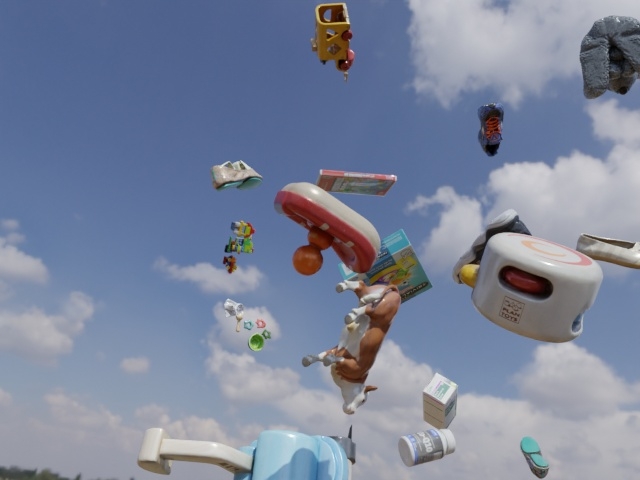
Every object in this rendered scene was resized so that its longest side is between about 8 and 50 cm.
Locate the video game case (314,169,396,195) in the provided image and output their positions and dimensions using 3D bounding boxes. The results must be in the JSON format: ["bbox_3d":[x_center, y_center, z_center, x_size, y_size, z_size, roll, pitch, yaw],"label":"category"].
[{"bbox_3d":[0.125,-0.215,2.187,0.284,0.025,0.204,4,-12,-6],"label":"video game case"}]

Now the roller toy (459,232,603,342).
[{"bbox_3d":[0.361,0.082,0.986,0.209,0.146,0.191,10,17,-11],"label":"roller toy"}]

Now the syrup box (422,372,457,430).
[{"bbox_3d":[0.444,0.605,2.143,0.096,0.093,0.237,27,-33,30],"label":"syrup box"}]

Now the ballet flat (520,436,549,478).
[{"bbox_3d":[0.420,0.432,1.142,0.041,0.041,0.114,6,11,3],"label":"ballet flat"}]

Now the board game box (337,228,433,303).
[{"bbox_3d":[0.241,0.129,2.068,0.253,0.079,0.336,-29,-38,7],"label":"board game box"}]

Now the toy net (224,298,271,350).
[{"bbox_3d":[-0.285,0.319,2.274,0.232,0.122,0.045,56,-30,-8],"label":"toy net"}]

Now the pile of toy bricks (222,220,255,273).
[{"bbox_3d":[-0.313,0.024,2.294,0.105,0.213,0.118,10,10,-21],"label":"pile of toy bricks"}]

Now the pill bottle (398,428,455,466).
[{"bbox_3d":[0.282,0.545,1.529,0.137,0.078,0.078,-6,-20,-20],"label":"pill bottle"}]

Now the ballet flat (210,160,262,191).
[{"bbox_3d":[-0.320,-0.254,2.216,0.107,0.106,0.316,-26,-3,19],"label":"ballet flat"}]

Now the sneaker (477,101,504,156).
[{"bbox_3d":[0.541,-0.347,1.807,0.083,0.087,0.221,-14,-32,9],"label":"sneaker"}]

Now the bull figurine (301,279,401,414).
[{"bbox_3d":[0.075,0.232,1.282,0.188,0.311,0.101,18,4,-45],"label":"bull figurine"}]

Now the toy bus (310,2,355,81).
[{"bbox_3d":[0.027,-0.539,1.572,0.104,0.202,0.191,-5,11,-5],"label":"toy bus"}]

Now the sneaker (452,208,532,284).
[{"bbox_3d":[0.462,0.057,1.507,0.101,0.153,0.269,-21,-29,-44],"label":"sneaker"}]

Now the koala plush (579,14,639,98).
[{"bbox_3d":[0.800,-0.474,1.554,0.196,0.204,0.221,-18,-17,29],"label":"koala plush"}]

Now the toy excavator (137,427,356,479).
[{"bbox_3d":[-0.169,0.567,1.461,0.432,0.223,0.445,-13,-41,25],"label":"toy excavator"}]

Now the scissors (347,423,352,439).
[{"bbox_3d":[0.096,0.806,2.039,0.108,0.297,0.021,23,-5,-2],"label":"scissors"}]

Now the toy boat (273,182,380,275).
[{"bbox_3d":[0.000,0.000,1.111,0.231,0.151,0.151,33,-8,-20],"label":"toy boat"}]

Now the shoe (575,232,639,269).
[{"bbox_3d":[0.743,0.028,1.417,0.218,0.059,0.076,11,18,29],"label":"shoe"}]
